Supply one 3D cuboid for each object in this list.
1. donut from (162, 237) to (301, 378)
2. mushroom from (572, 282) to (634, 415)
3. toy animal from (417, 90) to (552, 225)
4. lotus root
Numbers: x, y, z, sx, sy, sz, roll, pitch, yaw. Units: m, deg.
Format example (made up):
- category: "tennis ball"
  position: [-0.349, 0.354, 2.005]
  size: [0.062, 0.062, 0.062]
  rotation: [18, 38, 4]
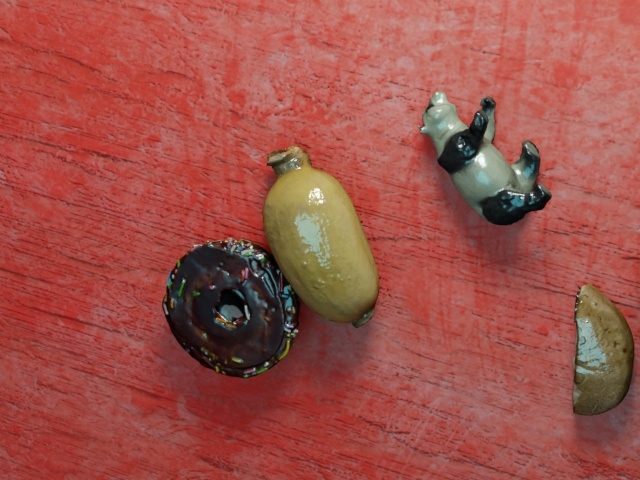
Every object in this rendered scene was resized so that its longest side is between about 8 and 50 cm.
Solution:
- category: "donut"
  position: [-0.134, 0.101, 1.908]
  size: [0.235, 0.089, 0.235]
  rotation: [5, 108, 17]
- category: "mushroom"
  position: [0.417, 0.171, 1.767]
  size: [0.094, 0.072, 0.210]
  rotation: [4, 107, 7]
- category: "toy animal"
  position: [0.233, -0.124, 1.729]
  size: [0.121, 0.094, 0.225]
  rotation: [-39, 93, 32]
- category: "lotus root"
  position: [-0.003, 0.001, 1.814]
  size: [0.146, 0.131, 0.303]
  rotation: [-22, 99, 20]
